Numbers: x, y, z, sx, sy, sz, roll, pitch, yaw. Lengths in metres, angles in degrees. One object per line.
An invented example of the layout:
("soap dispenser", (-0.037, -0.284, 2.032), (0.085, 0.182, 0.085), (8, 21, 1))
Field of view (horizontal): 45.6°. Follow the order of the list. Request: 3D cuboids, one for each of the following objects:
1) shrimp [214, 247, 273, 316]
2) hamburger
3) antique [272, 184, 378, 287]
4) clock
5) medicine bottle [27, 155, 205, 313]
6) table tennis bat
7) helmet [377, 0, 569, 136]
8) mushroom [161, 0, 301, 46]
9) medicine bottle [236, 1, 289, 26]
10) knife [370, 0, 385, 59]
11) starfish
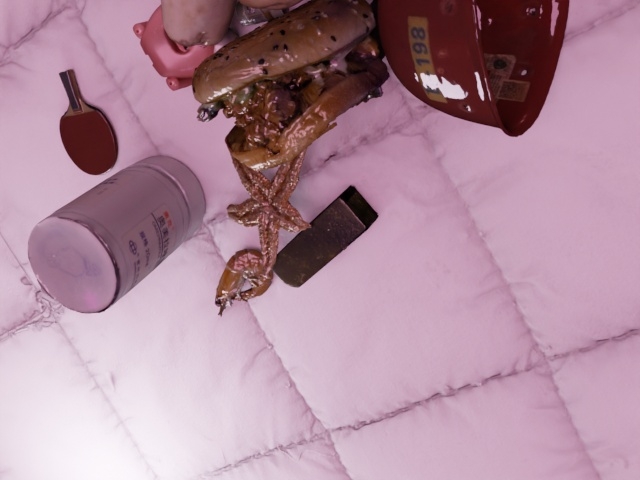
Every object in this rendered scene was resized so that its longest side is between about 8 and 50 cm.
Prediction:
("shrimp", (-0.162, 0.090, 1.559), (0.099, 0.041, 0.180), (31, 117, -10))
("hamburger", (-0.058, -0.248, 1.213), (0.318, 0.276, 0.195), (-1, 120, 54))
("antique", (0.000, 0.000, 1.435), (0.081, 0.080, 0.221), (48, 120, -2))
("clock", (-0.237, -0.370, 1.372), (0.162, 0.093, 0.166), (-29, 98, 24))
("medicine bottle", (-0.367, -0.023, 1.424), (0.189, 0.332, 0.190), (9, 118, 17))
("table tennis bat", (-0.485, -0.239, 1.554), (0.130, 0.019, 0.221), (-7, 109, 23))
("helmet", (0.199, -0.345, 1.103), (0.230, 0.338, 0.385), (9, 140, 35))
("mushroom", (-0.143, -0.502, 1.172), (0.353, 0.353, 0.325), (2, 79, 20))
("medicine bottle", (-0.101, -0.406, 1.330), (0.083, 0.047, 0.047), (-7, 108, 22))
("knife", (0.100, -0.363, 1.292), (0.072, 0.019, 0.245), (35, 121, 0))
("starfish", (-0.106, -0.089, 1.416), (0.231, 0.048, 0.295), (33, 120, 32))
